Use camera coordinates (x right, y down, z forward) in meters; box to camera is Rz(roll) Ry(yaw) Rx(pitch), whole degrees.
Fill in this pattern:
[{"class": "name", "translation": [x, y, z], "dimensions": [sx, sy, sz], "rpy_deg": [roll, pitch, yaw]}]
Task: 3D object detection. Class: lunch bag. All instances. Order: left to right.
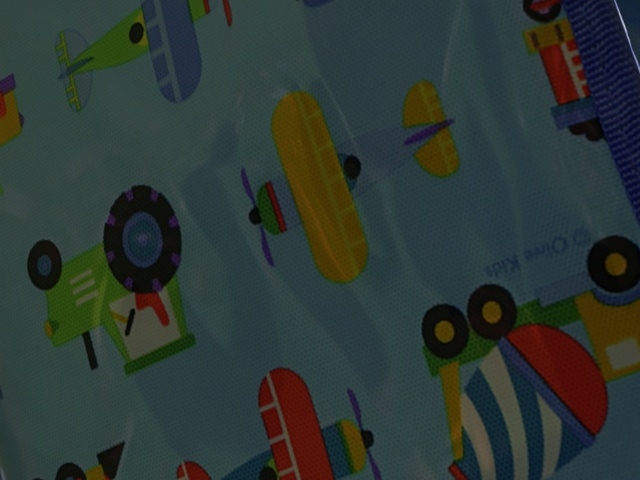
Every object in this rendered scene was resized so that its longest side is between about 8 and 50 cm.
[{"class": "lunch bag", "translation": [0.000, 0.000, 0.434], "dimensions": [0.221, 0.138, 0.293], "rpy_deg": [-25, -91, 32]}]
